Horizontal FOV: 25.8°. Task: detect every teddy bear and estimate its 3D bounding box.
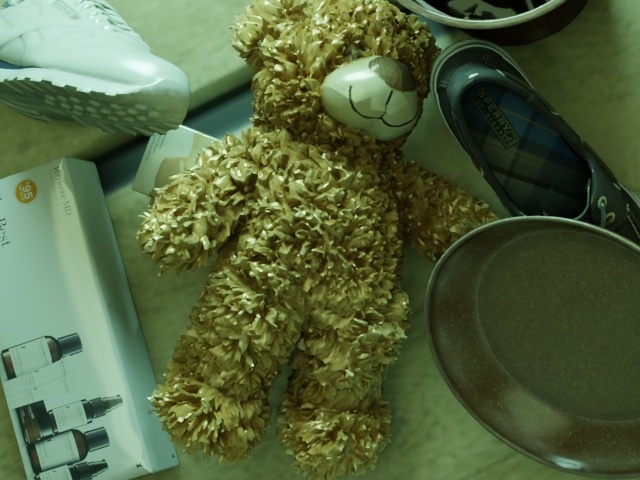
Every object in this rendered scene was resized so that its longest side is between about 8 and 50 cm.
[{"bbox_3d":[0.000,0.000,0.933,0.245,0.113,0.338,29,90,-8],"label":"teddy bear"}]

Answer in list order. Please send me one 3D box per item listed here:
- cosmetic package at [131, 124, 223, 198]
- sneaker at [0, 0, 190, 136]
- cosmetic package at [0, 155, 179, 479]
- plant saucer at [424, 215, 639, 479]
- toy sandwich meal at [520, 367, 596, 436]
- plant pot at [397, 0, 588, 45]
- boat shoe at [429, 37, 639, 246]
[{"bbox_3d":[-0.072,-0.042,1.019,0.115,0.041,0.060,20,91,14],"label":"cosmetic package"},{"bbox_3d":[-0.170,-0.134,0.990,0.235,0.090,0.094,16,76,43],"label":"sneaker"},{"bbox_3d":[-0.188,0.066,1.031,0.099,0.060,0.239,-19,82,11],"label":"cosmetic package"},{"bbox_3d":[0.162,0.063,0.887,0.199,0.036,0.198,17,128,23],"label":"plant saucer"},{"bbox_3d":[0.161,0.103,0.958,0.086,0.029,0.085,-1,86,14],"label":"toy sandwich meal"},{"bbox_3d":[0.119,-0.204,0.918,0.167,0.165,0.166,-1,86,15],"label":"plant pot"},{"bbox_3d":[0.153,-0.032,0.898,0.080,0.076,0.228,-34,110,12],"label":"boat shoe"}]
